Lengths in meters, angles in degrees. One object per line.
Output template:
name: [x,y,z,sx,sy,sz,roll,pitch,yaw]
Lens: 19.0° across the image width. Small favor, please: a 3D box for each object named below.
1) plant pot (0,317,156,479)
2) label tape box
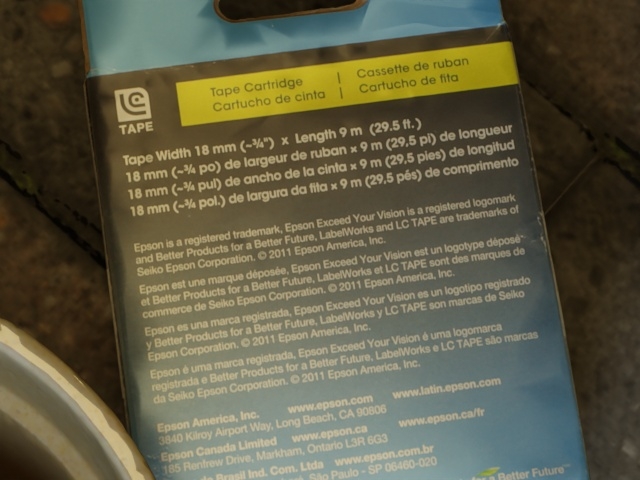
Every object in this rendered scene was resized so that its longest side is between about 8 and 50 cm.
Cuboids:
plant pot: [-0.221,0.206,0.915,0.333,0.305,0.334,1,78,-2]
label tape box: [0.000,0.000,1.070,0.240,0.106,0.334,-7,77,-4]
